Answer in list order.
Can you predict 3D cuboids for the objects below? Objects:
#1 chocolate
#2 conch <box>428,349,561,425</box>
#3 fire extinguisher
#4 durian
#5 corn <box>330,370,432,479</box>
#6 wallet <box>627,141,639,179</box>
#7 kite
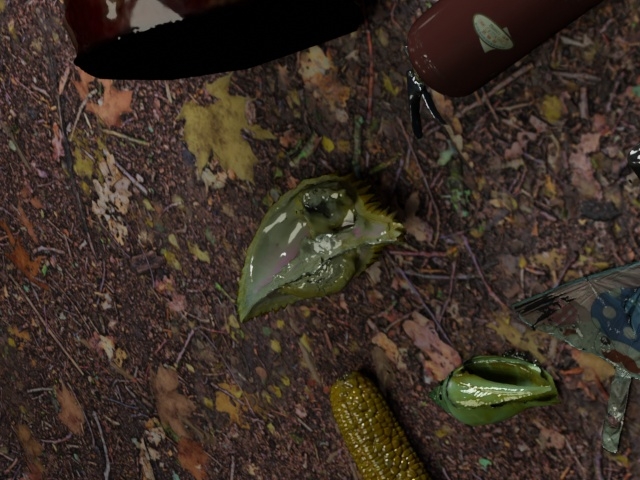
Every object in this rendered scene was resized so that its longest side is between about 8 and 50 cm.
[{"bbox_3d":[-0.164,-0.397,1.285,0.384,0.384,0.331,-13,88,46],"label":"chocolate"},{"bbox_3d":[0.231,0.209,1.425,0.201,0.079,0.094,-24,82,30],"label":"conch"},{"bbox_3d":[0.201,-0.246,1.165,0.337,0.114,0.135,-32,68,48],"label":"fire extinguisher"},{"bbox_3d":[0.000,0.000,1.454,0.306,0.166,0.172,-21,100,37],"label":"durian"},{"bbox_3d":[0.104,0.347,1.599,0.102,0.102,0.313,-35,87,47],"label":"corn"},{"bbox_3d":[0.440,-0.011,1.010,0.170,0.044,0.321,-1,151,40],"label":"wallet"},{"bbox_3d":[0.388,0.145,1.293,0.335,0.011,0.314,27,129,31],"label":"kite"}]
